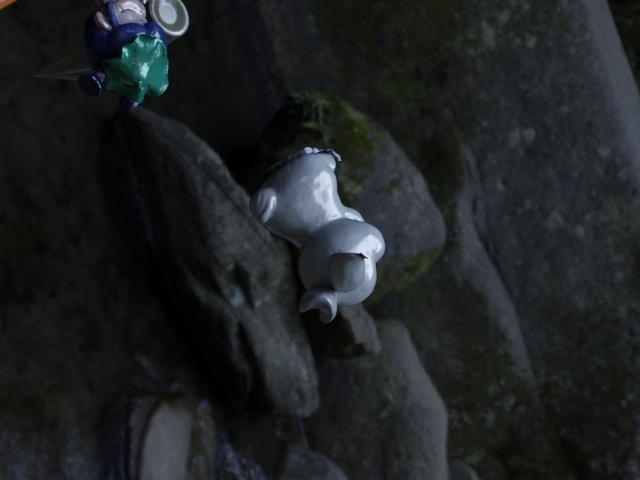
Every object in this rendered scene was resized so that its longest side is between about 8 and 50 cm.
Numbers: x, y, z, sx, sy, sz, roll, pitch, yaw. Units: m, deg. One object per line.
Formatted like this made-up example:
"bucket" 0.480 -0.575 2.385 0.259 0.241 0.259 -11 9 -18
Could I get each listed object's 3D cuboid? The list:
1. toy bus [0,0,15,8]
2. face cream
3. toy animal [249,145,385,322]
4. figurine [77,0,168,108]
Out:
"toy bus" -0.449 -0.333 0.973 0.143 0.329 0.153 -39 136 -23
"face cream" -0.364 -0.340 1.556 0.137 0.341 0.084 -5 82 -46
"toy animal" 0.005 -0.001 1.584 0.247 0.182 0.310 16 45 -63
"figurine" -0.226 -0.250 1.010 0.111 0.102 0.195 23 52 -65
